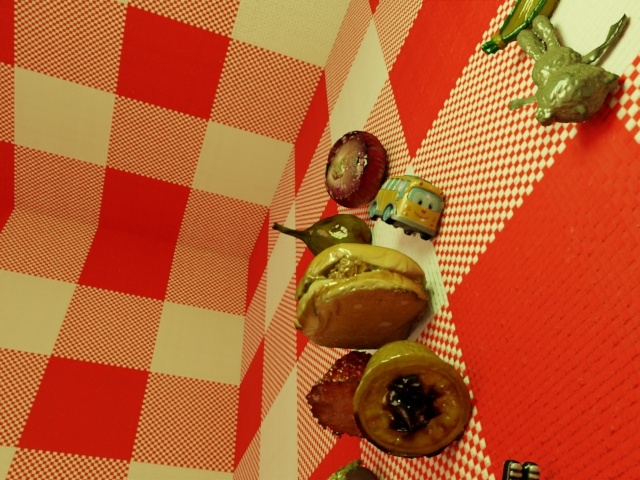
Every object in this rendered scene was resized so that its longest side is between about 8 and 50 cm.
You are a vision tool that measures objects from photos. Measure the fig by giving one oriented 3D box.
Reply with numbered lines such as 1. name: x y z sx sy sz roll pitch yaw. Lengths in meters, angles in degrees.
1. fig: 0.016 -0.029 1.756 0.190 0.290 0.190 -57 -2 -3

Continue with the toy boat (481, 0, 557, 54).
1. toy boat: 0.394 -0.458 1.087 0.089 0.088 0.229 -106 33 -60

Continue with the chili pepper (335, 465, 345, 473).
1. chili pepper: 0.031 0.723 1.431 0.122 0.065 0.278 -55 26 33

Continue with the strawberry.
1. strawberry: 0.094 0.329 1.304 0.178 0.234 0.233 -73 7 -49

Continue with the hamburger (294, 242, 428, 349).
1. hamburger: 0.089 0.136 1.299 0.304 0.285 0.174 120 157 -57

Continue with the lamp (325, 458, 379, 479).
1. lamp: 0.068 0.586 1.272 0.157 0.135 0.156 -154 77 -72

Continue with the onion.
1. onion: 0.115 -0.217 1.754 0.248 0.162 0.247 -177 90 -70

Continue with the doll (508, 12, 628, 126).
1. doll: 0.391 -0.287 0.962 0.203 0.091 0.286 -42 32 2

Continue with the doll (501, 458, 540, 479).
1. doll: 0.269 0.418 0.783 0.067 0.091 0.219 164 117 -72

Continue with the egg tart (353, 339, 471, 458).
1. egg tart: 0.170 0.289 1.081 0.171 0.215 0.215 -75 2 -76

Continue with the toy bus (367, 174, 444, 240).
1. toy bus: 0.211 -0.087 1.369 0.136 0.126 0.209 -67 16 2
